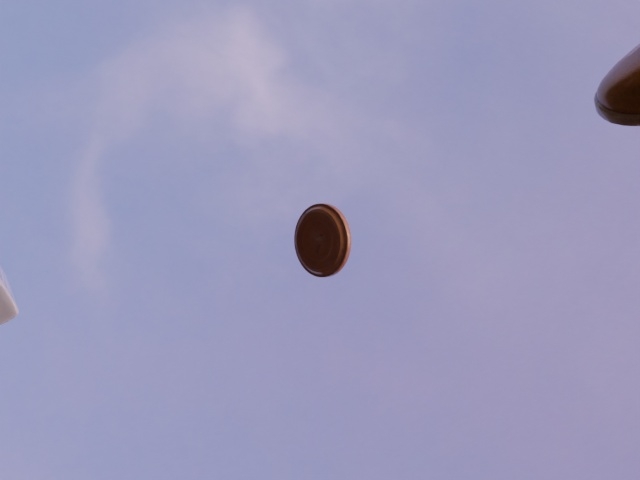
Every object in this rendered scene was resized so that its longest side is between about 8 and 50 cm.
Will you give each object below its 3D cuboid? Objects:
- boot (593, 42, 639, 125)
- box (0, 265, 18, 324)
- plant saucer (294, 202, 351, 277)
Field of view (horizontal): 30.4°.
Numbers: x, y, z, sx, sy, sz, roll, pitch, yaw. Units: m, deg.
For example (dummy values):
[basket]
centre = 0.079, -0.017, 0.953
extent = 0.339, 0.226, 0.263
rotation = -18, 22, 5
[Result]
[boot]
centre = 0.265, -0.210, 0.670
extent = 0.295, 0.211, 0.104
rotation = -27, -149, 5
[box]
centre = -0.355, 0.042, 0.952
extent = 0.181, 0.182, 0.119
rotation = -32, -75, -11
[plant saucer]
centre = 0.000, 0.000, 1.317
extent = 0.084, 0.013, 0.083
rotation = 3, -86, 45
